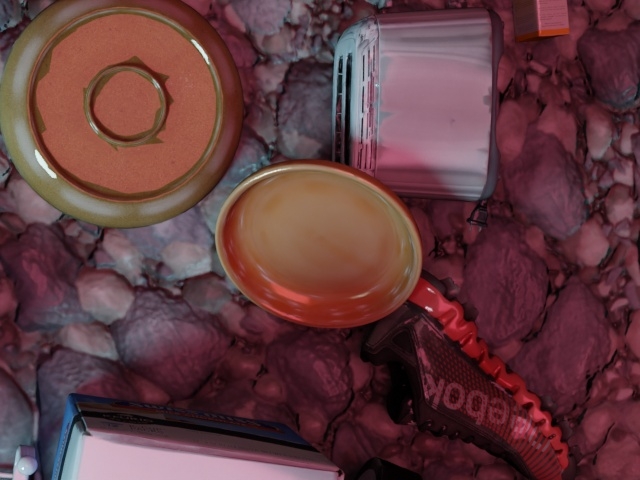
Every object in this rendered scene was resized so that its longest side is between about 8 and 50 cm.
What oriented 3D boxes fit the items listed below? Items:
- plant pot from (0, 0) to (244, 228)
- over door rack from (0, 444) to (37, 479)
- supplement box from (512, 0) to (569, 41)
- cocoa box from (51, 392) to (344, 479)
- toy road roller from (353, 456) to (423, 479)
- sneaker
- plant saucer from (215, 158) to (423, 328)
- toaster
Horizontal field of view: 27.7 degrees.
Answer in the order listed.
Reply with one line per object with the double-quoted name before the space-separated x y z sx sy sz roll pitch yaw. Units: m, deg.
"plant pot" -0.186 -0.129 1.238 0.236 0.032 0.236 0 92 -15
"over door rack" -0.391 0.339 1.164 0.240 0.108 0.324 8 90 -14
"supplement box" 0.223 -0.255 1.326 0.036 0.062 0.098 -7 95 -14
"cocoa box" -0.143 0.333 1.166 0.232 0.228 0.347 10 89 -13
"toy road roller" 0.088 0.389 1.200 0.203 0.329 0.240 23 122 -14
"sneaker" 0.145 0.163 1.305 0.135 0.097 0.276 -43 100 -10
"plant saucer" 0.000 0.000 1.239 0.200 0.037 0.200 6 130 7
"toaster" 0.092 -0.123 1.265 0.147 0.129 0.226 1 94 -11
